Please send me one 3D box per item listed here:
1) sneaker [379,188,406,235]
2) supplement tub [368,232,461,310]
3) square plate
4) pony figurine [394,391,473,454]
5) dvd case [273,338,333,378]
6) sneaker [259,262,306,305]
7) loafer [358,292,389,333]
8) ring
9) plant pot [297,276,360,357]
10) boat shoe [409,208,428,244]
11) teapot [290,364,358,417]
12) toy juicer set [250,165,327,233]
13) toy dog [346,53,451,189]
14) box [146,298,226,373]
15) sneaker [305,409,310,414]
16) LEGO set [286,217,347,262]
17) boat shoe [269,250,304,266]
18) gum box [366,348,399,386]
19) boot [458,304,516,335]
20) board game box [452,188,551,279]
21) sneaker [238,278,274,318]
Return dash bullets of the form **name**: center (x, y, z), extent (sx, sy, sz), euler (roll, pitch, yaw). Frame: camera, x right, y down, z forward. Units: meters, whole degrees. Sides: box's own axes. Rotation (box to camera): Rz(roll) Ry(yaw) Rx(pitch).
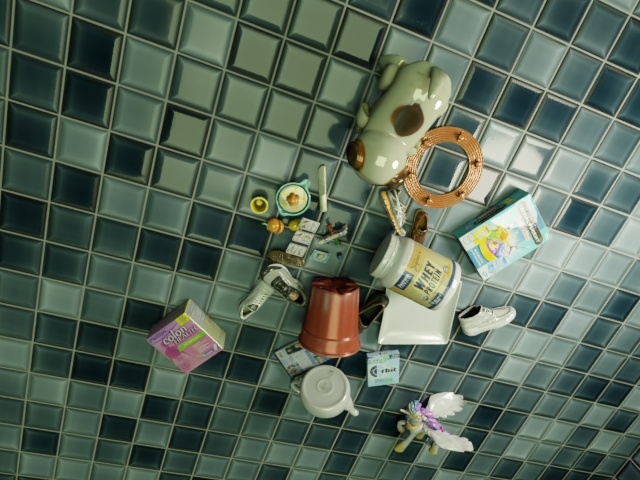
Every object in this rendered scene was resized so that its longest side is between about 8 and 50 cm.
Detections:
- **sneaker**: center (0.315, -0.115, 1.651), extent (0.083, 0.084, 0.214), euler (-25, 112, -1)
- **supplement tub**: center (0.382, 0.125, 1.664), extent (0.317, 0.228, 0.228), euler (27, 108, -3)
- **square plate**: center (0.449, 0.327, 1.868), extent (0.345, 0.049, 0.346), euler (2, 112, -7)
- **pony figurine**: center (0.552, 0.943, 2.043), extent (0.352, 0.302, 0.363), euler (4, 127, 1)
- **dvd case**: center (-0.069, 0.537, 1.912), extent (0.253, 0.022, 0.180), euler (-27, 114, 5)
- **sneaker**: center (-0.144, 0.184, 1.669), extent (0.100, 0.108, 0.271), euler (-43, 132, 5)
- **loafer**: center (0.199, 0.342, 1.806), extent (0.096, 0.084, 0.267), euler (39, 113, 0)
- **ring**: center (0.495, -0.286, 1.626), extent (0.338, 0.032, 0.336), euler (-3, 113, -6)
- **plant pot**: center (0.050, 0.308, 1.713), extent (0.273, 0.272, 0.264), euler (4, 104, -8)
- **boat shoe**: center (0.418, -0.042, 1.703), extent (0.064, 0.060, 0.177), euler (0, 113, -6)
- **teapot**: center (0.017, 0.724, 1.900), extent (0.253, 0.256, 0.186), euler (-17, 137, -15)
- **toy juicer set**: center (-0.092, -0.133, 1.593), extent (0.329, 0.089, 0.209), euler (-23, 113, 3)
- **toy dog**: center (0.264, -0.375, 1.380), extent (0.285, 0.395, 0.407), euler (26, 99, -25)
- **box**: center (-0.574, 0.417, 1.754), extent (0.214, 0.117, 0.243), euler (-35, 111, 8)
- **sneaker**: center (0.011, 0.801, 2.016), extent (0.188, 0.067, 0.078), euler (-39, 141, 3)
- **LEGO set**: center (0.000, 0.000, 1.680), extent (0.245, 0.060, 0.182), euler (16, 121, -20)
- **boat shoe**: center (-0.145, 0.078, 1.695), extent (0.153, 0.049, 0.056), euler (18, 87, -14)
- **gum box**: center (0.304, 0.623, 1.979), extent (0.157, 0.041, 0.184), euler (-5, 112, -4)
- **boot**: center (0.774, 0.348, 1.886), extent (0.259, 0.095, 0.123), euler (-27, 120, 6)
- **board game box**: center (0.781, -0.021, 1.743), extent (0.336, 0.079, 0.253), euler (-34, 112, 8)
- **sneaker**: center (-0.260, 0.240, 1.728), extent (0.090, 0.094, 0.235), euler (38, 101, -17)
